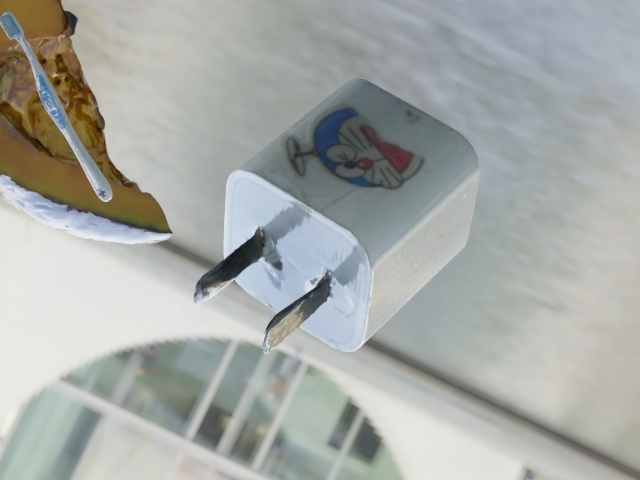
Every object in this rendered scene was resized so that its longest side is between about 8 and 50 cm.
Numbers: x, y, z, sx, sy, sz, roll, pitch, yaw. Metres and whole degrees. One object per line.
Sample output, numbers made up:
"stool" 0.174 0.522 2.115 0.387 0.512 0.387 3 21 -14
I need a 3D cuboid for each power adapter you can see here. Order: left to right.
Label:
"power adapter" 0.000 0.000 1.266 0.130 0.205 0.125 31 141 21

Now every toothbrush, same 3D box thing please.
"toothbrush" -0.199 -0.101 1.375 0.162 0.014 0.017 60 -152 -5

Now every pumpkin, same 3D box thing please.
"pumpkin" -0.285 -0.101 1.670 0.312 0.169 0.148 62 148 7
